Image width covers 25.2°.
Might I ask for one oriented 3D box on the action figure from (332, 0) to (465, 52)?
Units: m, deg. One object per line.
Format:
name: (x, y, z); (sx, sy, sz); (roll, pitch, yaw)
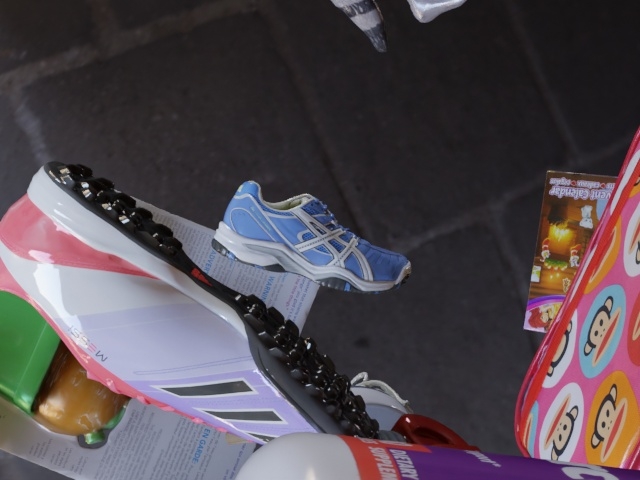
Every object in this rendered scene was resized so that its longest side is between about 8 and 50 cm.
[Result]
action figure: (-0.034, -0.275, 1.164); (0.330, 0.178, 0.341); (27, 36, -19)

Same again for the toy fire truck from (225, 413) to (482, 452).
toy fire truck: (0.032, 0.223, 1.414); (0.217, 0.158, 0.246); (10, 31, -40)

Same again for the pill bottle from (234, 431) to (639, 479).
pill bottle: (0.117, 0.185, 0.598); (0.323, 0.181, 0.181); (8, 74, -13)

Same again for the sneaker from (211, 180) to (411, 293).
sneaker: (0.000, 0.000, 1.449); (0.211, 0.080, 0.081); (14, 96, -20)

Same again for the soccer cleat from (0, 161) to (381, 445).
soccer cleat: (-0.098, 0.079, 1.022); (0.318, 0.108, 0.116); (39, 99, -2)

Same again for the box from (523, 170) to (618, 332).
box: (0.396, 0.030, 1.699); (0.057, 0.293, 0.200); (11, 87, -56)

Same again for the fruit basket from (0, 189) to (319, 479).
fruit basket: (-0.218, 0.121, 1.642); (0.353, 0.165, 0.327); (23, 77, -7)

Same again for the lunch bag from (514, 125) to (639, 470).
lunch bag: (0.236, 0.049, 0.932); (0.120, 0.258, 0.293); (19, 105, -10)

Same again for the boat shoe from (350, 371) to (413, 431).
boat shoe: (0.065, 0.238, 1.827); (0.136, 0.156, 0.367); (-44, 144, 6)
